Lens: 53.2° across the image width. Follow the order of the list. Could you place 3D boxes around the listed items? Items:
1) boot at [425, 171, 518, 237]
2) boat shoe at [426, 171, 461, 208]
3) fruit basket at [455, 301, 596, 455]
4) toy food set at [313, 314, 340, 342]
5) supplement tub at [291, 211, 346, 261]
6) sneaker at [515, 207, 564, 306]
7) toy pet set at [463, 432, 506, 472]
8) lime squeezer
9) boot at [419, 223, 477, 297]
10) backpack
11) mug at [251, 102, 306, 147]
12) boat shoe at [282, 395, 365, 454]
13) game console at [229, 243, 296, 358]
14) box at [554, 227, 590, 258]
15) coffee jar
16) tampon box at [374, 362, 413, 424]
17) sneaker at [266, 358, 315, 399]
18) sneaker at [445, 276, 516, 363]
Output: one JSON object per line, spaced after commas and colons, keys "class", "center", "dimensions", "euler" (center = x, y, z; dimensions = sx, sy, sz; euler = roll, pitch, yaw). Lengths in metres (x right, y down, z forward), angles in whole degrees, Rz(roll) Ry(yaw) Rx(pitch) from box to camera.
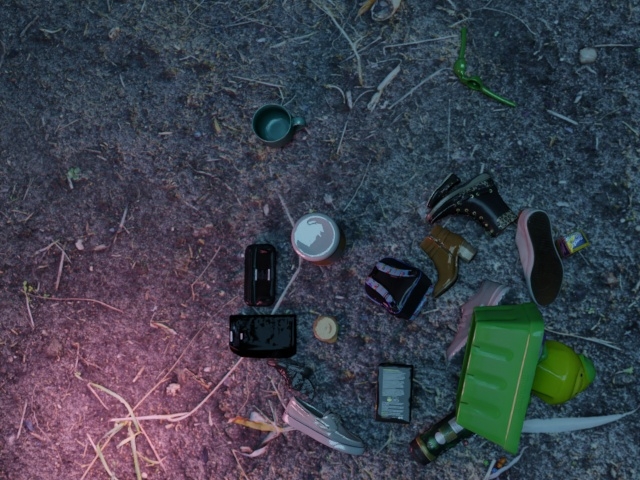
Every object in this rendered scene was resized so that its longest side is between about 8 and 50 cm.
{"class": "boot", "center": [0.453, -0.076, 1.907], "dimensions": [0.236, 0.085, 0.179], "euler": [-34, 78, -5]}
{"class": "boat shoe", "center": [0.376, -0.148, 1.957], "dimensions": [0.042, 0.049, 0.133], "euler": [40, 86, 21]}
{"class": "fruit basket", "center": [0.569, 0.363, 1.724], "dimensions": [0.391, 0.283, 0.392], "euler": [2, 100, 11]}
{"class": "toy food set", "center": [0.018, 0.271, 1.979], "dimensions": [0.083, 0.020, 0.083], "euler": [13, 84, 13]}
{"class": "supplement tub", "center": [0.000, 0.000, 1.930], "dimensions": [0.144, 0.199, 0.144], "euler": [-1, 82, 10]}
{"class": "sneaker", "center": [0.633, 0.043, 1.866], "dimensions": [0.105, 0.123, 0.290], "euler": [-9, 101, -2]}
{"class": "toy pet set", "center": [0.488, 0.585, 1.821], "dimensions": [0.122, 0.065, 0.114], "euler": [41, 91, 13]}
{"class": "lime squeezer", "center": [0.483, -0.519, 1.998], "dimensions": [0.109, 0.059, 0.310], "euler": [-23, 75, -24]}
{"class": "boot", "center": [0.357, 0.061, 1.925], "dimensions": [0.152, 0.073, 0.197], "euler": [37, 86, 17]}
{"class": "backpack", "center": [0.226, 0.139, 1.910], "dimensions": [0.173, 0.117, 0.158], "euler": [28, 86, 46]}
{"class": "mug", "center": [-0.135, -0.360, 2.060], "dimensions": [0.157, 0.097, 0.129], "euler": [30, 88, 13]}
{"class": "boat shoe", "center": [0.018, 0.548, 1.906], "dimensions": [0.267, 0.096, 0.088], "euler": [22, 91, 21]}
{"class": "game console", "center": [-0.179, 0.189, 2.019], "dimensions": [0.213, 0.044, 0.362], "euler": [-1, 82, 9]}
{"class": "box", "center": [0.705, 0.012, 1.809], "dimensions": [0.059, 0.169, 0.054], "euler": [-27, 78, 5]}
{"class": "coffee jar", "center": [0.344, 0.568, 1.835], "dimensions": [0.184, 0.096, 0.079], "euler": [-36, 74, 5]}
{"class": "tampon box", "center": [0.216, 0.443, 1.865], "dimensions": [0.101, 0.120, 0.161], "euler": [2, 82, 10]}
{"class": "sneaker", "center": [-0.093, 0.424, 1.962], "dimensions": [0.170, 0.051, 0.089], "euler": [12, 80, 9]}
{"class": "sneaker", "center": [0.455, 0.238, 1.879], "dimensions": [0.281, 0.105, 0.115], "euler": [-55, 41, 5]}
